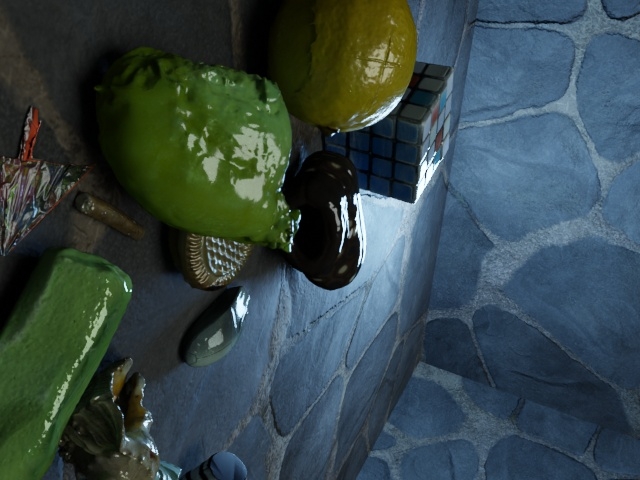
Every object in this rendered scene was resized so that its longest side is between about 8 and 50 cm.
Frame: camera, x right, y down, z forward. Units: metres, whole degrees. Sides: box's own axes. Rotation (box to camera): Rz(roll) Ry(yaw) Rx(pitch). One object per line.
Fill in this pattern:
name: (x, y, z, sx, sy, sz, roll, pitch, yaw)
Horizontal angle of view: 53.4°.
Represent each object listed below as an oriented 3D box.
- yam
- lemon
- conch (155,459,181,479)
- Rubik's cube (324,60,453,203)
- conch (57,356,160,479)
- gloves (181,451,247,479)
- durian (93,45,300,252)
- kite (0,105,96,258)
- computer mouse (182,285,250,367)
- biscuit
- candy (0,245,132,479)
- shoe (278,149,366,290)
yam: (-0.302, -0.033, 0.927, 0.032, 0.032, 0.145, -69, 160, -11)
lemon: (0.038, -0.352, 1.183, 0.297, 0.297, 0.297, -50, 149, -45)
conch: (-0.330, 0.449, 1.088, 0.200, 0.131, 0.172, -50, -168, 16)
Rubik's cube: (0.172, -0.286, 1.596, 0.253, 0.256, 0.259, -57, 154, -37)
conch: (-0.314, 0.278, 0.975, 0.245, 0.163, 0.178, -94, -156, -58)
gloves: (-0.257, 0.567, 1.395, 0.219, 0.131, 0.140, -47, 170, 22)
durian: (-0.170, -0.129, 0.917, 0.339, 0.204, 0.256, 10, 106, -31)
kite: (-0.363, -0.069, 0.775, 0.232, 0.009, 0.189, 0, 105, -69)
computer mouse: (-0.193, 0.178, 1.301, 0.229, 0.068, 0.113, -47, 149, -48)
biscuit: (-0.183, -0.034, 1.150, 0.259, 0.079, 0.259, -51, 150, -45)
candy: (-0.364, 0.175, 0.817, 0.142, 0.132, 0.343, -6, -121, 67)
shoe: (0.000, 0.000, 1.496, 0.237, 0.171, 0.384, -59, 154, -48)
